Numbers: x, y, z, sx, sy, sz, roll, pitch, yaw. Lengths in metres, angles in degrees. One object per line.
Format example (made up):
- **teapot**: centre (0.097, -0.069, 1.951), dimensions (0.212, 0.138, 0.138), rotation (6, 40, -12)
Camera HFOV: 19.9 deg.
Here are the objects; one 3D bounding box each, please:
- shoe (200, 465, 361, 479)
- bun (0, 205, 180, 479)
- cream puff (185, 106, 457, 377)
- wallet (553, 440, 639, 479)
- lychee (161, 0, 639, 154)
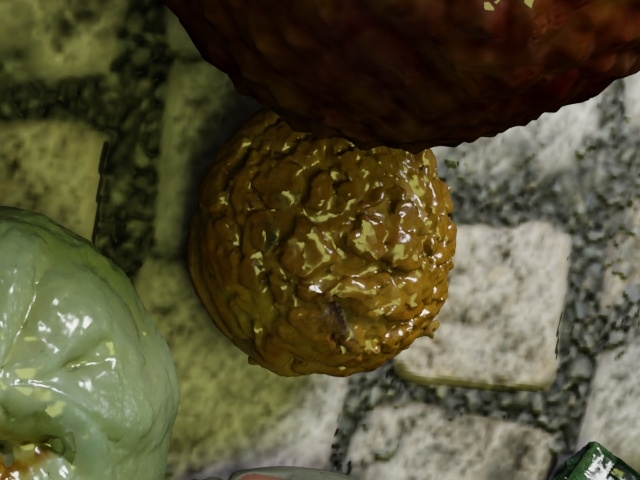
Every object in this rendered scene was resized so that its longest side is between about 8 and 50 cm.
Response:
- **shoe**: centre (-0.069, 0.215, 0.875), dimensions (0.291, 0.137, 0.114), rotation (-35, 118, -16)
- **bun**: centre (-0.148, 0.085, 0.810), dimensions (0.195, 0.118, 0.195), rotation (-10, 110, -28)
- **cream puff**: centre (0.004, 0.000, 0.872), dimensions (0.126, 0.103, 0.144), rotation (-20, 107, -20)
- **wallet**: centre (0.190, 0.246, 1.027), dimensions (0.236, 0.055, 0.160), rotation (42, 78, -8)
- **lychee**: centre (0.040, -0.159, 0.762), dimensions (0.261, 0.260, 0.260), rotation (-8, 107, -26)
